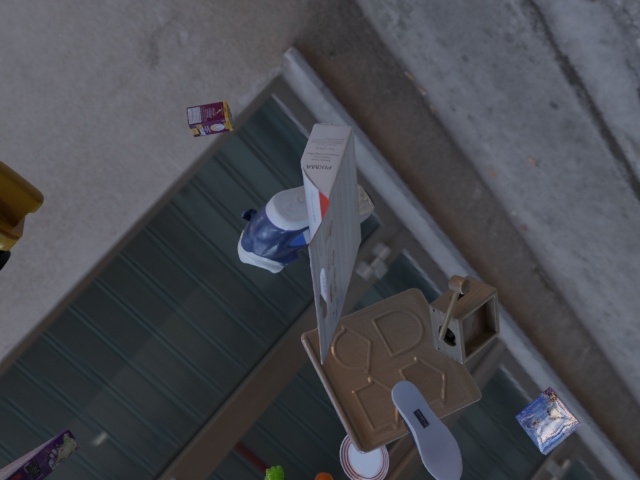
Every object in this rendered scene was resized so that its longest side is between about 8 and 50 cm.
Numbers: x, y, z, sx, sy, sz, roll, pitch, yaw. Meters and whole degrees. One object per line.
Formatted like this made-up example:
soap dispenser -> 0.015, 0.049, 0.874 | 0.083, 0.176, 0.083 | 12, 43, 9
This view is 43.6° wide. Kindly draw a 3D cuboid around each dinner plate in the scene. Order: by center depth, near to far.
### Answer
dinner plate -> 0.113, 0.546, 2.016 | 0.141, 0.141, 0.017 | 35, -164, 28

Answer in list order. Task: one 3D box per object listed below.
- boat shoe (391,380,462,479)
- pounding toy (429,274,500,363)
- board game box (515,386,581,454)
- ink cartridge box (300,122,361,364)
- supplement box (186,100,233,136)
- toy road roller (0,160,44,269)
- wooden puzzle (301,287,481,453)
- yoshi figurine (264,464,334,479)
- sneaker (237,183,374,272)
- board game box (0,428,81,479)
boat shoe -> 0.216, 0.395, 1.640 | 0.228, 0.080, 0.076 | 55, 175, 25
pounding toy -> 0.278, 0.147, 1.674 | 0.094, 0.181, 0.206 | 27, 139, 44
board game box -> 0.425, 0.337, 1.499 | 0.020, 0.090, 0.090 | 33, -163, -45
ink cartridge box -> 0.000, 0.000, 1.574 | 0.091, 0.385, 0.308 | 5, 131, 13
supplement box -> -0.222, -0.245, 1.614 | 0.055, 0.083, 0.043 | 73, -172, -71
toy road roller -> -0.774, -0.079, 1.879 | 0.202, 0.240, 0.329 | 44, -176, -27
wooden puzzle -> 0.166, 0.310, 1.927 | 0.322, 0.347, 0.080 | 62, 159, 25
yoshi figurine -> -0.139, 0.754, 2.234 | 0.203, 0.362, 0.204 | -59, 44, 46
sneaker -> -0.048, -0.027, 1.883 | 0.236, 0.322, 0.130 | -48, 65, 41
board game box -> -0.602, 0.466, 1.443 | 0.347, 0.208, 0.056 | -33, 90, 33
